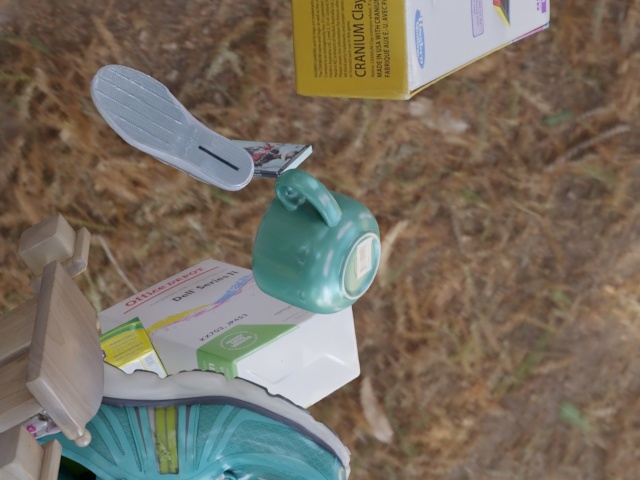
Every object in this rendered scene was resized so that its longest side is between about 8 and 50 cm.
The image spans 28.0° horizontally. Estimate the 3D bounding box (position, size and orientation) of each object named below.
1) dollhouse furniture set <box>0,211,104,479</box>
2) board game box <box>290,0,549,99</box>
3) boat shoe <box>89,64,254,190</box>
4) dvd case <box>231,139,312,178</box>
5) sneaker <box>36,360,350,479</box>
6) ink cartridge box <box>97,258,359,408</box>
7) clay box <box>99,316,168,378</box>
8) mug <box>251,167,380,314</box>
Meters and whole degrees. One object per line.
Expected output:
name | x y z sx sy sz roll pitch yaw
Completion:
dollhouse furniture set | -0.261 0.193 0.860 0.303 0.355 0.174 -27 120 11
board game box | 0.070 -0.227 0.758 0.316 0.064 0.242 -33 123 -63
boat shoe | -0.189 -0.127 1.567 0.226 0.076 0.083 38 73 -14
dvd case | -0.082 -0.107 1.671 0.087 0.119 0.013 -46 137 -52
sneaker | -0.117 0.157 0.897 0.275 0.110 0.107 8 134 1
ink cartridge box | -0.146 0.127 1.687 0.207 0.353 0.119 -27 117 -38
clay box | -0.288 0.178 1.473 0.222 0.053 0.127 -26 156 -8
mug | -0.002 0.009 1.345 0.157 0.097 0.129 30 82 -61
